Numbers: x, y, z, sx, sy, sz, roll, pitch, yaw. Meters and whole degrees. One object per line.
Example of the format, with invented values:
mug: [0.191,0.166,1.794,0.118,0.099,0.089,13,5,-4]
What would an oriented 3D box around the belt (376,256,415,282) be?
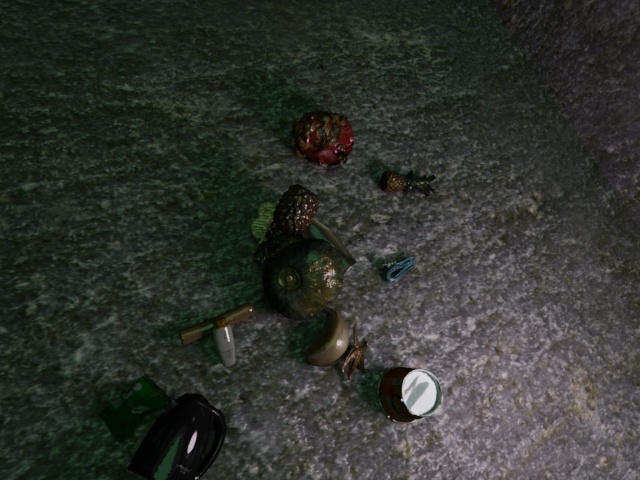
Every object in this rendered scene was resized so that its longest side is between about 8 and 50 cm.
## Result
belt: [0.351,0.116,1.957,0.179,0.065,0.100,-30,88,-26]

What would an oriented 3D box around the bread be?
bread: [-0.159,-0.045,1.878,0.315,0.054,0.316,5,68,-13]

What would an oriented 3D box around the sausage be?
sausage: [-0.397,0.318,1.660,0.301,0.066,0.066,-20,75,-22]

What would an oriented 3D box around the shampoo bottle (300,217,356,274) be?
shampoo bottle: [0.000,0.000,1.836,0.125,0.084,0.350,-40,85,-16]

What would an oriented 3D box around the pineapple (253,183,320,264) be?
pineapple: [-0.146,-0.054,1.737,0.175,0.175,0.361,35,99,0]

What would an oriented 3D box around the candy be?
candy: [-0.643,0.578,1.482,0.141,0.078,0.203,46,59,5]

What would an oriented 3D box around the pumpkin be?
pumpkin: [-0.056,0.148,1.691,0.327,0.257,0.292,-31,81,17]

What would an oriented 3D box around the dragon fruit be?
dragon fruit: [0.000,-0.472,1.994,0.290,0.250,0.269,2,87,-21]

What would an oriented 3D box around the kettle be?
kettle: [-0.453,0.677,1.451,0.268,0.207,0.290,44,50,-28]

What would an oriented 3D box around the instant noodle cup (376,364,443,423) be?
instant noodle cup: [0.362,0.604,1.697,0.230,0.182,0.230,6,67,-14]

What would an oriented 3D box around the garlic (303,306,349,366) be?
garlic: [0.037,0.395,1.730,0.164,0.145,0.245,14,59,24]

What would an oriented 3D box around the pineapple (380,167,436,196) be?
pineapple: [0.436,-0.277,2.107,0.277,0.119,0.130,-1,50,-18]

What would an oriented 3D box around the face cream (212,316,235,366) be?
face cream: [-0.363,0.382,1.617,0.072,0.051,0.182,-14,98,-27]

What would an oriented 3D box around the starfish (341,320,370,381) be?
starfish: [0.146,0.448,1.721,0.213,0.056,0.238,1,91,-57]
